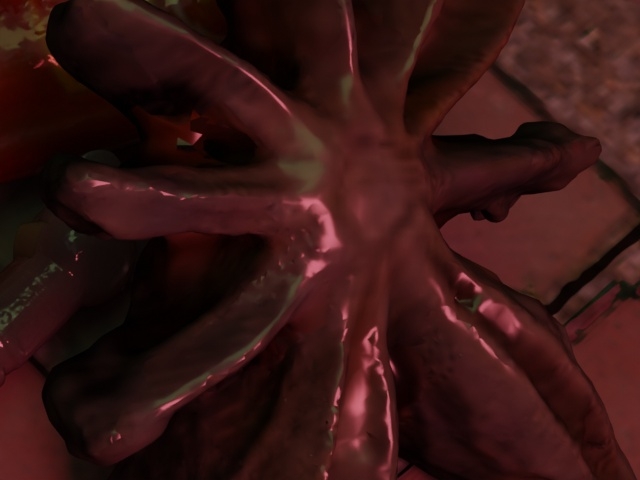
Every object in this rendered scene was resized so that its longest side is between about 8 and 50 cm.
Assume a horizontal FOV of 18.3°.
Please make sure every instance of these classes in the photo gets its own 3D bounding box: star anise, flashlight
[{"bbox_3d":[0.000,0.005,0.548,0.198,0.110,0.258,-15,98,-38],"label":"star anise"},{"bbox_3d":[-0.093,0.022,0.586,0.031,0.052,0.110,20,56,43],"label":"flashlight"}]

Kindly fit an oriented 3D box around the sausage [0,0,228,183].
[{"bbox_3d":[-0.081,-0.060,0.614,0.274,0.074,0.074,-19,66,-21],"label":"sausage"}]
